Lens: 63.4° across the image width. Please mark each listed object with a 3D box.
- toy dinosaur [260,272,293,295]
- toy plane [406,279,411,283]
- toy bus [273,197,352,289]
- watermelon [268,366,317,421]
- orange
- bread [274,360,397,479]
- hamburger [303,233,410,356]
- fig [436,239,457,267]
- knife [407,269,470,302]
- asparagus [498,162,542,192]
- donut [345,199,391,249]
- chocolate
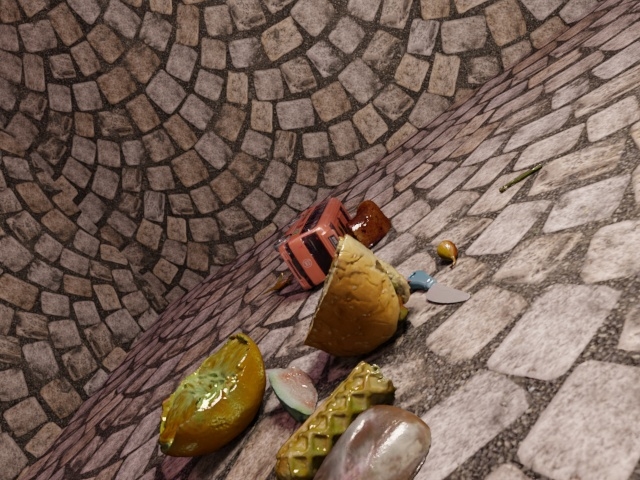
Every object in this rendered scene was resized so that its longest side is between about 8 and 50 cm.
[{"bbox_3d":[-0.175,0.190,2.117,0.162,0.039,0.126,-41,15,-3],"label":"toy dinosaur"},{"bbox_3d":[0.150,0.141,1.317,0.189,0.061,0.130,-18,-17,32],"label":"toy plane"},{"bbox_3d":[0.000,0.000,1.927,0.233,0.203,0.427,-30,13,17],"label":"toy bus"},{"bbox_3d":[-0.054,0.354,1.179,0.094,0.081,0.180,-24,29,-3],"label":"watermelon"},{"bbox_3d":[-0.258,0.399,1.296,0.334,0.196,0.262,-44,-1,-40],"label":"orange"},{"bbox_3d":[0.024,0.341,0.949,0.269,0.087,0.098,-43,14,-18],"label":"bread"},{"bbox_3d":[0.095,0.151,1.179,0.162,0.209,0.329,-71,-3,-51],"label":"hamburger"},{"bbox_3d":[0.318,0.036,1.283,0.050,0.050,0.083,-35,34,19],"label":"fig"},{"bbox_3d":[0.266,0.115,1.204,0.058,0.032,0.244,-39,17,-6],"label":"knife"},{"bbox_3d":[0.543,-0.170,1.413,0.127,0.015,0.018,-34,12,20],"label":"asparagus"},{"bbox_3d":[0.174,-0.060,1.836,0.186,0.126,0.144,-42,20,-15],"label":"donut"},{"bbox_3d":[0.056,0.358,0.817,0.254,0.080,0.157,-46,15,-27],"label":"chocolate"}]
